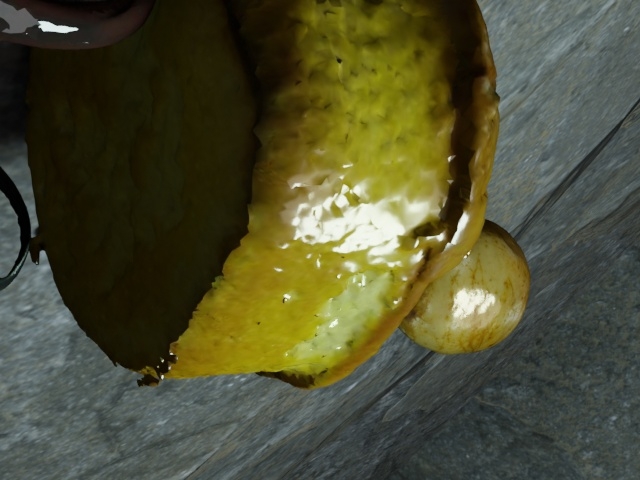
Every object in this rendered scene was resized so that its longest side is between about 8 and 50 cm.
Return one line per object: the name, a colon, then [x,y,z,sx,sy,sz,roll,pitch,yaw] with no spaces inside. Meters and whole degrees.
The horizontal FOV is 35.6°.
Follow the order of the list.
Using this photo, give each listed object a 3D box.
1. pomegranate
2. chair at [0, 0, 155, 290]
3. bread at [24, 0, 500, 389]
pomegranate: [0.214,0.073,1.584,0.248,0.248,0.248,-32,155,-17]
chair: [-0.250,-0.094,0.604,0.226,0.226,0.401,-9,141,-49]
bread: [-0.056,-0.088,0.731,0.215,0.398,0.398,-6,140,-38]
